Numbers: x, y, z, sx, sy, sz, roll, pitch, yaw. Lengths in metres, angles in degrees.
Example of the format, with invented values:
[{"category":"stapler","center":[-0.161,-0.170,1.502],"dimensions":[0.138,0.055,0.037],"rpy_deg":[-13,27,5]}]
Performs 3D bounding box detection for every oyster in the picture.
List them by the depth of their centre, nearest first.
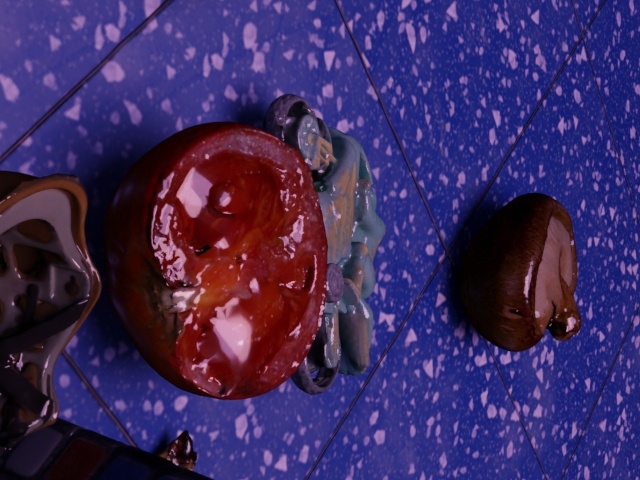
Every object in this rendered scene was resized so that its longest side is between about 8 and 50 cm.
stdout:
[{"category":"oyster","center":[-0.143,0.243,0.957],"dimensions":[0.086,0.029,0.132],"rpy_deg":[-19,110,-50]}]

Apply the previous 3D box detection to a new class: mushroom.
[{"category":"mushroom","center":[0.257,0.041,1.378],"dimensions":[0.231,0.138,0.194],"rpy_deg":[-10,87,-62]}]

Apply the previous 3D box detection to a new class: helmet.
[{"category":"helmet","center":[-0.250,0.047,0.713],"dimensions":[0.198,0.130,0.224],"rpy_deg":[-27,133,-73]}]

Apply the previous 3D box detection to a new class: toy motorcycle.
[{"category":"toy motorcycle","center":[0.000,0.002,1.077],"dimensions":[0.198,0.109,0.296],"rpy_deg":[-11,99,-61]}]

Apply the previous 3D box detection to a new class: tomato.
[{"category":"tomato","center":[-0.100,0.013,0.908],"dimensions":[0.200,0.140,0.233],"rpy_deg":[-23,112,-45]}]

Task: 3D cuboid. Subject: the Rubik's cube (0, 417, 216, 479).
[{"category":"Rubik's cube","center":[-0.132,0.338,0.752],"dimensions":[0.287,0.293,0.292],"rpy_deg":[-53,132,-27]}]
